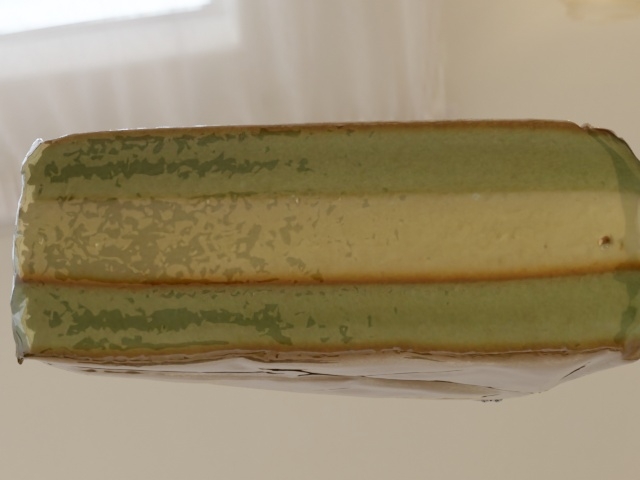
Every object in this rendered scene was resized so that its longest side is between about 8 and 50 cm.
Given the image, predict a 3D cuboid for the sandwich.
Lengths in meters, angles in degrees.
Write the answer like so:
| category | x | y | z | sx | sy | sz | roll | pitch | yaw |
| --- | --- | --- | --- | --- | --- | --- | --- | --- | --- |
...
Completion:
| category | x | y | z | sx | sy | sz | roll | pitch | yaw |
| --- | --- | --- | --- | --- | --- | --- | --- | --- | --- |
| sandwich | 0.000 | 0.000 | 0.454 | 0.163 | 0.079 | 0.113 | 8 | 164 | -21 |
